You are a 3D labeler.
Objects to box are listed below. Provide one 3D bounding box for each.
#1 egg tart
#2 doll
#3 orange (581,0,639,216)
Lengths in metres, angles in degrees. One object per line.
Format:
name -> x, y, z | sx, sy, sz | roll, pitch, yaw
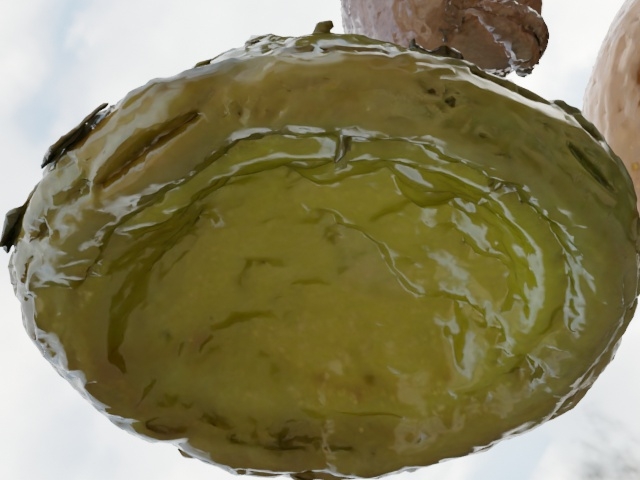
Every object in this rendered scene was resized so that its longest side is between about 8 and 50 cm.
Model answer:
egg tart -> 0.000, 0.000, 0.883 | 0.345, 0.132, 0.345 | -1, -40, -1
doll -> 0.041, -0.235, 1.069 | 0.156, 0.201, 0.303 | -42, -70, -14
orange -> 0.353, -0.073, 1.206 | 0.293, 0.341, 0.340 | -36, -48, -51
